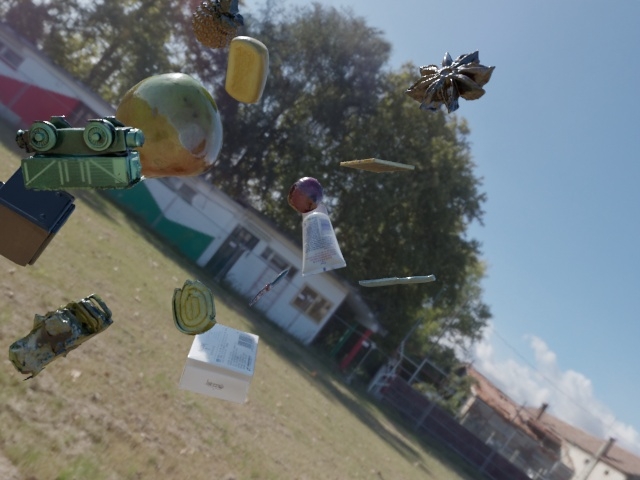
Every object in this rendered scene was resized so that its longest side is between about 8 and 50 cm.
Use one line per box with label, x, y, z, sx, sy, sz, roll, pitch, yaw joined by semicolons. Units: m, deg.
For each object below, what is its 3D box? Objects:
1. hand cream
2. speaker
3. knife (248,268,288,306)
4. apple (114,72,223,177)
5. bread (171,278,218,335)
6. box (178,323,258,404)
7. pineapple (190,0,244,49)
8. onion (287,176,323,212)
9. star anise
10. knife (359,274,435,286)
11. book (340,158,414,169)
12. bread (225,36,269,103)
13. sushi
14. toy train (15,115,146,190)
hand cream;0.000;0.000;1.693;0.083;0.133;0.247;63;15;-50
speaker;-0.833;-0.063;1.540;0.193;0.153;0.231;36;-48;-21
knife;-0.178;0.161;1.917;0.018;0.035;0.247;25;35;17
apple;-0.464;-0.343;1.668;0.339;0.304;0.338;-4;8;1
bread;-0.349;0.183;1.515;0.064;0.118;0.156;74;7;-80
box;-0.315;0.381;1.745;0.203;0.116;0.274;18;14;-8
pineapple;-0.442;-1.003;2.466;0.223;0.222;0.357;40;-17;-23
onion;-0.040;-0.125;1.547;0.097;0.107;0.107;48;2;37
star anise;0.476;-0.575;2.008;0.332;0.331;0.117;34;-11;40
knife;0.210;0.111;1.503;0.210;0.015;0.028;-5;-26;-1
book;0.199;-0.267;1.959;0.170;0.018;0.242;6;2;-26
bread;-0.241;-0.572;1.839;0.147;0.217;0.098;28;37;9
sushi;-0.675;0.234;1.398;0.139;0.291;0.131;56;15;-7
toy train;-0.513;-0.185;1.175;0.270;0.154;0.115;-1;16;-1
